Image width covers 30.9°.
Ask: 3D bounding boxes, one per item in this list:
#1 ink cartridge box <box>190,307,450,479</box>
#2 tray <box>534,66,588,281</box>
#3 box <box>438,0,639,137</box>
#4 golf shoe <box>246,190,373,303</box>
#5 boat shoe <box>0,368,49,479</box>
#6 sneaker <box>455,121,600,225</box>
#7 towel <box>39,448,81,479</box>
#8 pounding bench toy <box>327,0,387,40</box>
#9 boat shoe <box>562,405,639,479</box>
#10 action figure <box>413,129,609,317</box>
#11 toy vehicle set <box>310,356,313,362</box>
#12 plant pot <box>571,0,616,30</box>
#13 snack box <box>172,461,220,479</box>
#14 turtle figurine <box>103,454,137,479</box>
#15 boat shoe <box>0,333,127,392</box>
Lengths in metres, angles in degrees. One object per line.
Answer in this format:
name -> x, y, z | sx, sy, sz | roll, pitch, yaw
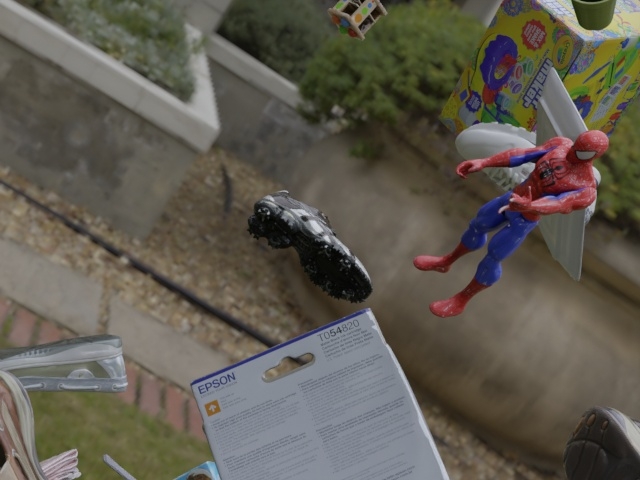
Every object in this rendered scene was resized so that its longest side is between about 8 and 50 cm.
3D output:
ink cartridge box -> -0.003, 0.209, 1.226 | 0.045, 0.223, 0.224 | 70, -2, -57
tray -> 0.310, -0.079, 1.518 | 0.270, 0.030, 0.145 | 81, -6, -47
box -> 0.406, -0.282, 1.995 | 0.279, 0.290, 0.177 | -13, 52, -42
golf shoe -> 0.000, 0.000, 1.563 | 0.198, 0.077, 0.094 | 40, 37, 0
boat shoe -> -0.399, 0.312, 1.422 | 0.324, 0.123, 0.116 | 65, 13, 15
sneaker -> 0.310, -0.099, 1.747 | 0.235, 0.094, 0.090 | 22, -26, -4
towel -> -0.555, 0.425, 1.710 | 0.053, 0.332, 0.317 | 66, 23, 0
pounding bench toy -> 0.044, -0.344, 1.745 | 0.083, 0.065, 0.052 | 32, -13, 48
boat shoe -> 0.398, 0.313, 1.241 | 0.130, 0.132, 0.355 | 11, 33, -28
action figure -> 0.166, -0.024, 1.150 | 0.139, 0.280, 0.091 | 3, 56, -36
toy vehicle set -> 0.028, 0.242, 1.449 | 0.267, 0.035, 0.166 | 104, -35, -60
plant pot -> 0.390, -0.343, 1.655 | 0.083, 0.083, 0.079 | 42, -14, 31
snack box -> -0.171, 0.509, 1.692 | 0.322, 0.187, 0.060 | 63, 10, 21
turtle figurine -> -0.141, 0.426, 1.455 | 0.275, 0.197, 0.266 | 11, 18, -25
boat shoe -> -0.488, 0.232, 1.947 | 0.320, 0.103, 0.118 | -10, 5, -11
